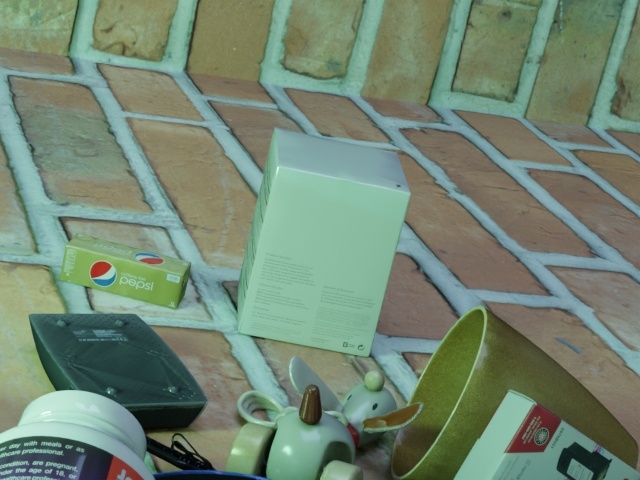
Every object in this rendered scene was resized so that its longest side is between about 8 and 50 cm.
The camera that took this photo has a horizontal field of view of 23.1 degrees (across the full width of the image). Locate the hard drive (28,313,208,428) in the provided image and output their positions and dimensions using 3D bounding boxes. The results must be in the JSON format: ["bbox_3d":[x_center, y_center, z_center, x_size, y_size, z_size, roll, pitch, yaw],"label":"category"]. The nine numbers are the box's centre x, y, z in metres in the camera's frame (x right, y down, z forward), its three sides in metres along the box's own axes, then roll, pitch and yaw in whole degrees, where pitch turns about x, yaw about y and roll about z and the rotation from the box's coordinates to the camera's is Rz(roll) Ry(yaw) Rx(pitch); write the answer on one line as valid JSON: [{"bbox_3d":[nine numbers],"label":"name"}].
[{"bbox_3d":[-0.264,0.166,2.003,0.172,0.054,0.254,1,23,-30],"label":"hard drive"}]

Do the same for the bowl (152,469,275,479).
[{"bbox_3d":[-0.077,0.351,1.578,0.391,0.077,0.391,12,19,-4],"label":"bowl"}]

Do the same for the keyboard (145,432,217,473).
[{"bbox_3d":[-0.178,0.236,1.813,0.192,0.038,0.100,18,-15,48],"label":"keyboard"}]

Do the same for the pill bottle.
[{"bbox_3d":[-0.241,0.286,1.366,0.181,0.181,0.323,12,40,-2],"label":"pill bottle"}]

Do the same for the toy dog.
[{"bbox_3d":[0.010,0.212,1.895,0.220,0.161,0.334,13,19,-3],"label":"toy dog"}]

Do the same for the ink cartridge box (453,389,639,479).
[{"bbox_3d":[0.261,0.271,1.792,0.175,0.127,0.072,34,-6,-21],"label":"ink cartridge box"}]

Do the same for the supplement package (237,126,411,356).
[{"bbox_3d":[0.000,0.000,2.324,0.199,0.263,0.198,11,20,-7],"label":"supplement package"}]

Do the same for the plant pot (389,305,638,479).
[{"bbox_3d":[0.251,0.241,1.925,0.254,0.237,0.237,27,18,-6],"label":"plant pot"}]

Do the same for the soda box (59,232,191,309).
[{"bbox_3d":[-0.288,0.045,2.322,0.181,0.058,0.061,15,19,3],"label":"soda box"}]
